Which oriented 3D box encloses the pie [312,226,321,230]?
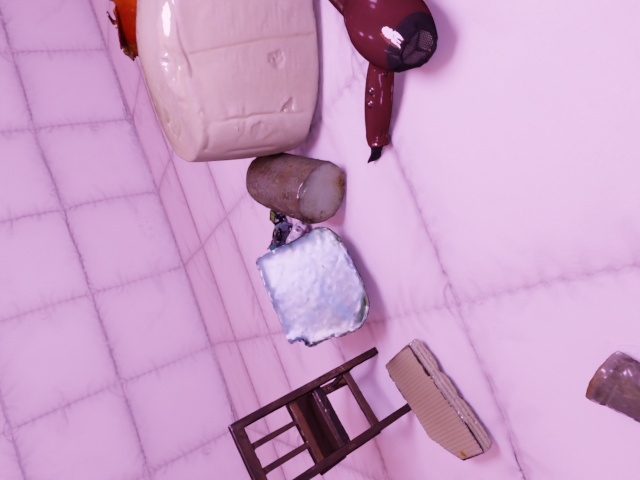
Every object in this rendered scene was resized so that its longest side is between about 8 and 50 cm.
[{"bbox_3d":[0.000,0.000,1.151,0.085,0.017,0.085,32,130,47],"label":"pie"}]

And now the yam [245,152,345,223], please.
[{"bbox_3d":[-0.064,-0.137,1.049,0.268,0.161,0.161,23,124,52],"label":"yam"}]

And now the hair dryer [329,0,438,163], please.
[{"bbox_3d":[0.089,-0.315,0.803,0.340,0.123,0.312,89,157,-44],"label":"hair dryer"}]

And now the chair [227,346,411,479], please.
[{"bbox_3d":[-0.015,0.464,1.027,0.203,0.416,0.241,58,146,22],"label":"chair"}]

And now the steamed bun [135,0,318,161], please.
[{"bbox_3d":[-0.223,-0.421,0.951,0.290,0.371,0.456,31,127,48],"label":"steamed bun"}]

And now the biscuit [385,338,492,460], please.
[{"bbox_3d":[0.249,0.348,0.907,0.252,0.052,0.150,56,149,27],"label":"biscuit"}]

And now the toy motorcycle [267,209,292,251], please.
[{"bbox_3d":[-0.129,-0.005,1.317,0.100,0.058,0.173,49,142,44],"label":"toy motorcycle"}]

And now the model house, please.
[{"bbox_3d":[0.005,0.130,1.090,0.261,0.226,0.241,66,-174,14],"label":"model house"}]

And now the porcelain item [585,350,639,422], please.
[{"bbox_3d":[0.453,0.227,0.507,0.215,0.069,0.081,35,129,46],"label":"porcelain item"}]

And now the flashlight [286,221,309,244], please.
[{"bbox_3d":[-0.080,0.024,1.222,0.047,0.093,0.200,31,137,5],"label":"flashlight"}]

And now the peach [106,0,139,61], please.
[{"bbox_3d":[-0.522,-0.760,1.269,0.416,0.353,0.339,-30,60,35],"label":"peach"}]
